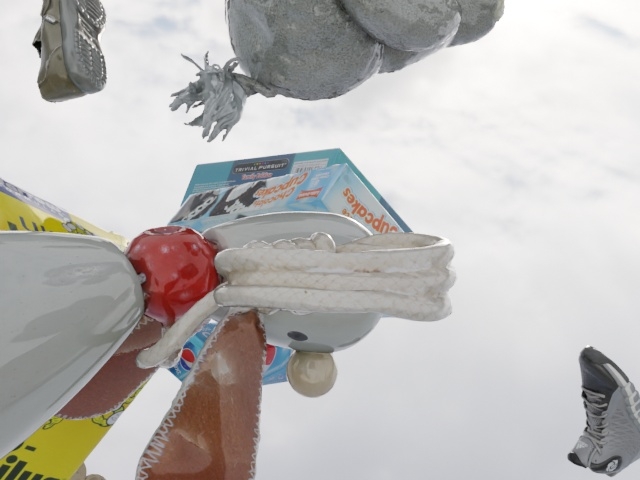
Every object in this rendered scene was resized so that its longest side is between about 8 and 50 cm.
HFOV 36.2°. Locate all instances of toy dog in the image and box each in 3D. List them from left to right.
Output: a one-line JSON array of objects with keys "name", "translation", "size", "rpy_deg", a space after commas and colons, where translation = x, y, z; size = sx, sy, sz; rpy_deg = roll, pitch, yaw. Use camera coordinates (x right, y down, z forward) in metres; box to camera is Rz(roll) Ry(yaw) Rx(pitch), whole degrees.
[{"name": "toy dog", "translation": [-0.114, 0.075, 0.410], "size": [0.333, 0.161, 0.220], "rpy_deg": [-2, -173, -14]}]

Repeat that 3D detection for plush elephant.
[{"name": "plush elephant", "translation": [-0.013, -0.265, 0.812], "size": [0.272, 0.255, 0.330], "rpy_deg": [25, -135, 22]}]

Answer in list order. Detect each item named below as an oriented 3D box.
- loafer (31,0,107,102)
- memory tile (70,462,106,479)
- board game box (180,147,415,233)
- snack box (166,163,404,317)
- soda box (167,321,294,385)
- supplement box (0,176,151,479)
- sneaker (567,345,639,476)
[{"name": "loafer", "translation": [-0.335, -0.269, 1.263], "size": [0.087, 0.094, 0.251], "rpy_deg": [-26, -135, 13]}, {"name": "memory tile", "translation": [-0.253, 0.315, 1.069], "size": [0.012, 0.148, 0.113], "rpy_deg": [-19, -146, 39]}, {"name": "board game box", "translation": [0.000, 0.000, 1.429], "size": [0.253, 0.336, 0.079], "rpy_deg": [-2, -122, 35]}, {"name": "snack box", "translation": [-0.026, 0.013, 1.145], "size": [0.322, 0.187, 0.060], "rpy_deg": [-7, -137, 52]}, {"name": "soda box", "translation": [-0.110, 0.155, 1.330], "size": [0.071, 0.067, 0.210], "rpy_deg": [35, -162, 30]}, {"name": "supplement box", "translation": [-0.336, 0.141, 0.935], "size": [0.194, 0.356, 0.195], "rpy_deg": [30, -166, -40]}, {"name": "sneaker", "translation": [0.413, 0.272, 1.457], "size": [0.132, 0.229, 0.086], "rpy_deg": [-38, -155, -6]}]
